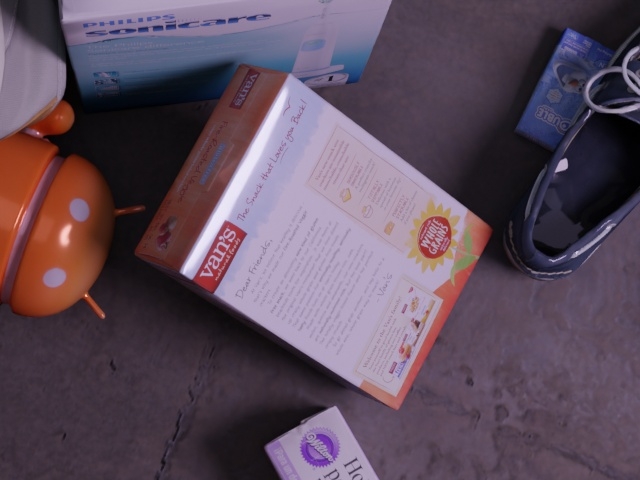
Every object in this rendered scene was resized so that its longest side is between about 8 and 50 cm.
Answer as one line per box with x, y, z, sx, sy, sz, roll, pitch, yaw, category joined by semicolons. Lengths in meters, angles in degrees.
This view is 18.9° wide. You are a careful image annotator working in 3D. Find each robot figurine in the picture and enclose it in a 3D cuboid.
-0.242;-0.024;1.380;0.219;0.128;0.158;21;45;-1;robot figurine

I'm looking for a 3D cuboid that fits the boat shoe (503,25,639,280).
0.226;-0.080;1.421;0.095;0.079;0.254;42;84;1;boat shoe

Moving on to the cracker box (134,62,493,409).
0.000;0.000;1.363;0.232;0.067;0.155;35;80;-38;cracker box

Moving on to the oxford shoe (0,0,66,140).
-0.257;-0.268;1.324;0.169;0.130;0.449;-12;79;30;oxford shoe

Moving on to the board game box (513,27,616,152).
0.208;-0.103;1.473;0.090;0.020;0.090;26;83;-1;board game box

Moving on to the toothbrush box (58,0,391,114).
-0.072;-0.185;1.326;0.216;0.295;0.126;-7;84;-4;toothbrush box

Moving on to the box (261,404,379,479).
0.063;0.274;1.396;0.063;0.067;0.324;-29;85;-7;box
